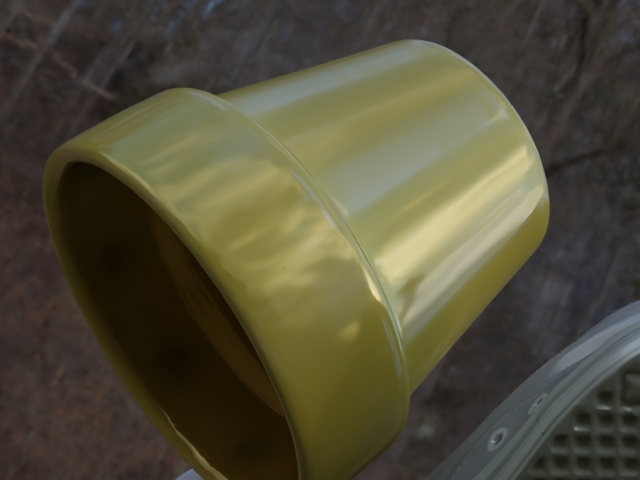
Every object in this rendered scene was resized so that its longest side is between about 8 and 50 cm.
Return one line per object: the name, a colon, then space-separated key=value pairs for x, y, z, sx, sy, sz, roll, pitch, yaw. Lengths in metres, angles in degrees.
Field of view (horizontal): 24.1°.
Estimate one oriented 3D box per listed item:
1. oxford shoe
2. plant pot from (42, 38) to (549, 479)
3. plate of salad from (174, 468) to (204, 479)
oxford shoe: x=0.093 y=0.195 z=0.856 sx=0.169 sy=0.449 sz=0.130 roll=44 pitch=20 yaw=-1
plant pot: x=0.000 y=0.000 z=0.911 sx=0.254 sy=0.239 sz=0.254 roll=43 pitch=-28 yaw=29
plate of salad: x=-0.113 y=0.249 z=1.100 sx=0.048 sy=0.200 sz=0.200 roll=33 pitch=-24 yaw=-31
